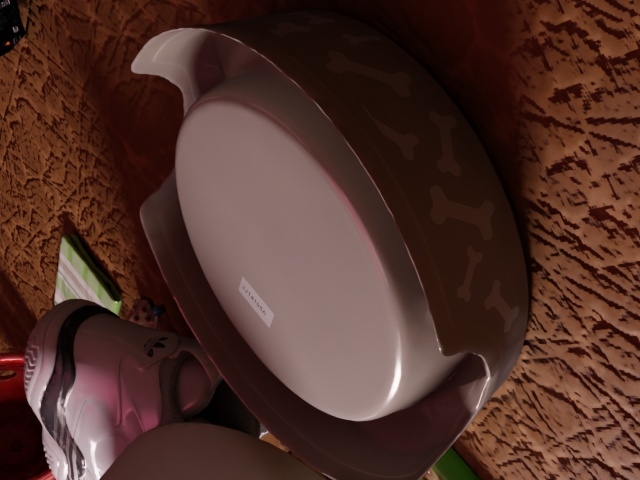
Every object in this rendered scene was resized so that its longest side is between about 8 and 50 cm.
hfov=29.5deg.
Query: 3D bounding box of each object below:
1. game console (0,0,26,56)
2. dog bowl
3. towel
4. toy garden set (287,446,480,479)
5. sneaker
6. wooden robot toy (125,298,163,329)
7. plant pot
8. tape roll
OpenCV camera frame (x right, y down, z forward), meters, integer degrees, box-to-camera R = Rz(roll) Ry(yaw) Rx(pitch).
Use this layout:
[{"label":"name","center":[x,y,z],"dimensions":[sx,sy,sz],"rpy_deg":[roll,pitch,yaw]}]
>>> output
[{"label":"game console","center":[-0.350,-0.326,1.092],"dimensions":[0.213,0.044,0.361],"rpy_deg":[58,165,12]},{"label":"dog bowl","center":[0.000,0.000,0.845],"dimensions":[0.349,0.102,0.348],"rpy_deg":[39,144,36]},{"label":"towel","center":[-0.270,0.070,1.424],"dimensions":[0.113,0.023,0.152],"rpy_deg":[48,147,18]},{"label":"toy garden set","center":[0.044,0.221,1.023],"dimensions":[0.204,0.049,0.244],"rpy_deg":[48,149,22]},{"label":"sneaker","center":[-0.143,0.228,1.172],"dimensions":[0.210,0.137,0.365],"rpy_deg":[7,126,30]},{"label":"wooden robot toy","center":[-0.175,0.145,1.275],"dimensions":[0.173,0.079,0.076],"rpy_deg":[57,151,9]},{"label":"plant pot","center":[-0.422,0.265,1.670],"dimensions":[0.191,0.191,0.174],"rpy_deg":[55,159,11]},{"label":"tape roll","center":[-0.083,0.296,1.034],"dimensions":[0.286,0.100,0.286],"rpy_deg":[15,126,21]}]
